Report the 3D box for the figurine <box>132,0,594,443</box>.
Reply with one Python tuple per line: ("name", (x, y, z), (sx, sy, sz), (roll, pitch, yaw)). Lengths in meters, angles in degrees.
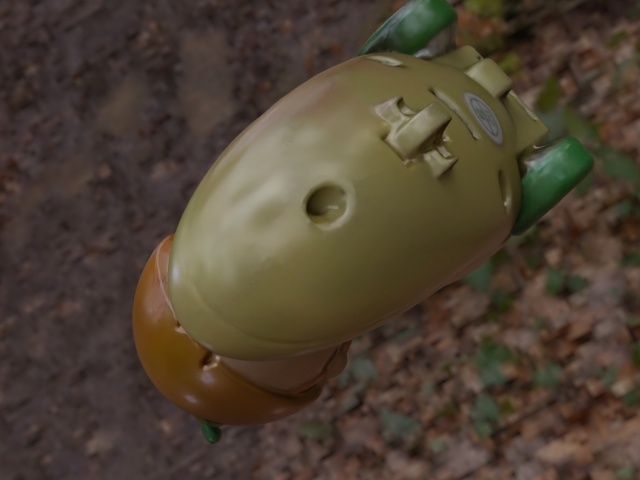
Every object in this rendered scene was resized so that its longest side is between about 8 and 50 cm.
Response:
("figurine", (0.000, 0.000, 0.845), (0.222, 0.124, 0.324), (-42, -3, 23))
